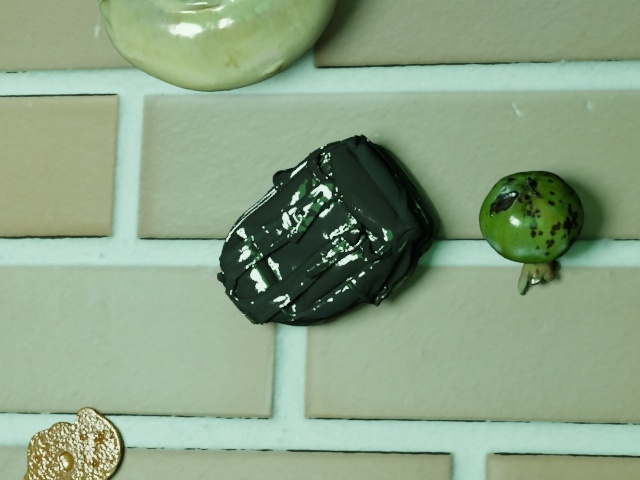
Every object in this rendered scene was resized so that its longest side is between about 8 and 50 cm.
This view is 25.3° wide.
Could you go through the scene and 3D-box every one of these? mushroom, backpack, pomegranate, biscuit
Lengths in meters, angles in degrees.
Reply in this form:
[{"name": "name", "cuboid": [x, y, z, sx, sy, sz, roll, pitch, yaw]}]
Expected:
[{"name": "mushroom", "cuboid": [-0.146, -0.336, 1.662, 0.314, 0.336, 0.314, -4, 76, 15]}, {"name": "backpack", "cuboid": [0.000, 0.000, 1.696, 0.258, 0.133, 0.206, -36, 74, 8]}, {"name": "pomegranate", "cuboid": [0.250, -0.010, 1.673, 0.122, 0.122, 0.161, -5, 117, 7]}, {"name": "biscuit", "cuboid": [-0.303, 0.266, 1.739, 0.130, 0.019, 0.102, -35, 78, 1]}]
